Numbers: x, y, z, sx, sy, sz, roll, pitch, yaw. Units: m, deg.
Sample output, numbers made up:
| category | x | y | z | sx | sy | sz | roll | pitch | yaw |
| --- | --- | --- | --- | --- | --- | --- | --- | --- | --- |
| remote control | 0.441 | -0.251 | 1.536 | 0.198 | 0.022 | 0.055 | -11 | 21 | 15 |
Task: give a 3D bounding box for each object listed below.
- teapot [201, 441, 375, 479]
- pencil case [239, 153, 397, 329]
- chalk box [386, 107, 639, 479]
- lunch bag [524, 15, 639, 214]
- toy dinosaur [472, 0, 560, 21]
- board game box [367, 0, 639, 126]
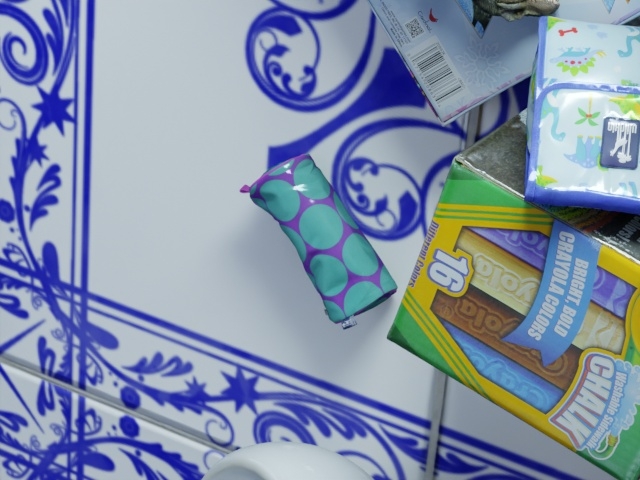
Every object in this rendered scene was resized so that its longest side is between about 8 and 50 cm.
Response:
| category | x | y | z | sx | sy | sz | roll | pitch | yaw |
| --- | --- | --- | --- | --- | --- | --- | --- | --- | --- |
| teapot | 0.000 | 0.301 | 1.780 | 0.256 | 0.187 | 0.253 | 24 | 107 | 53 |
| pencil case | 0.000 | 0.000 | 1.701 | 0.070 | 0.064 | 0.152 | -31 | 93 | 22 |
| chalk box | 0.232 | 0.047 | 1.499 | 0.289 | 0.180 | 0.179 | 33 | 126 | 18 |
| lunch bag | 0.212 | -0.082 | 1.415 | 0.128 | 0.151 | 0.096 | 6 | 144 | 4 |
| toy dinosaur | 0.075 | -0.268 | 1.442 | 0.268 | 0.064 | 0.118 | 43 | 135 | 13 |
| board game box | 0.137 | -0.292 | 1.470 | 0.318 | 0.066 | 0.319 | -27 | 96 | 39 |
